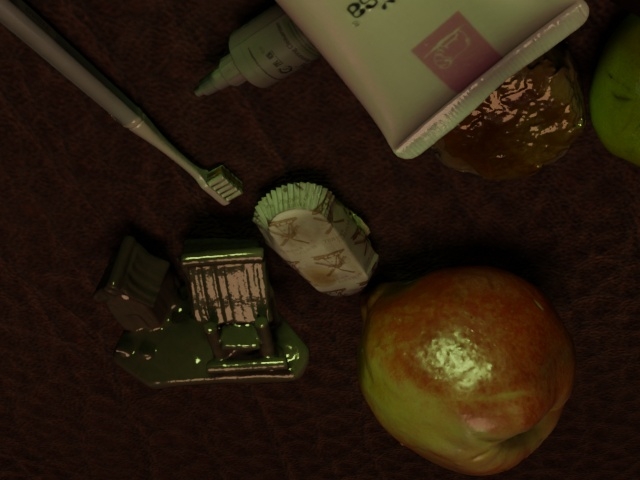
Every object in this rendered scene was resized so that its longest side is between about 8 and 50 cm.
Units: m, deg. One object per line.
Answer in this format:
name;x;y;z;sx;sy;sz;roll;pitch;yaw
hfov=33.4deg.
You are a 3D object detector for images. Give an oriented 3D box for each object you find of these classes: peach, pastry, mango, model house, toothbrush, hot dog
peach;0.146;0.133;1.186;0.232;0.256;0.232;-33;147;-26
pastry;0.157;-0.117;0.925;0.153;0.081;0.153;4;147;2
mango;0.286;-0.131;0.908;0.117;0.089;0.163;-10;132;21
model house;-0.131;0.067;1.157;0.229;0.122;0.188;-1;143;6
toothbrush;-0.181;-0.125;0.963;0.030;0.025;0.342;-27;138;23
hot dog;0.000;0.000;1.121;0.099;0.053;0.192;-15;145;22

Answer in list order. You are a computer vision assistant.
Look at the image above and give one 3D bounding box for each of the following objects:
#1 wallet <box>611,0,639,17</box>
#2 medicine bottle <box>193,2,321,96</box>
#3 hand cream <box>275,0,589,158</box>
wallet;0.171;-0.207;0.693;0.182;0.229;0.049;30;103;-38
medicine bottle;-0.032;-0.165;0.877;0.199;0.058;0.057;-25;138;32
hand cream;0.024;-0.207;0.732;0.185;0.118;0.358;-40;125;16
